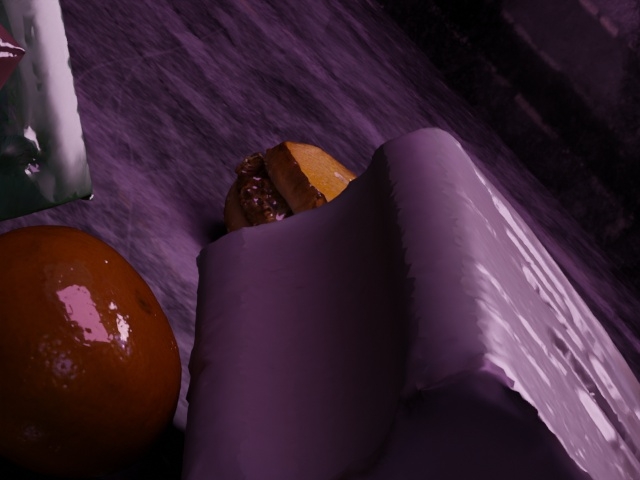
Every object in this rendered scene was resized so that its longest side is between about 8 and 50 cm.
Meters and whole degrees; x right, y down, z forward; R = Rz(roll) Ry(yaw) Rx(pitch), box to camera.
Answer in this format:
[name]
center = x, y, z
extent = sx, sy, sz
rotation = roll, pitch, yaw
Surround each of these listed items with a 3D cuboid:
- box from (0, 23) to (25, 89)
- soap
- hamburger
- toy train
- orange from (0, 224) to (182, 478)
[box]
center = -0.295, -0.094, 1.070
extent = 0.215, 0.215, 0.086
rotation = 48, 23, 23
[soap]
center = 0.086, 0.149, 1.218
extent = 0.350, 0.213, 0.435
rotation = 56, 12, -16
[hamburger]
center = -0.007, -0.005, 1.767
extent = 0.182, 0.118, 0.191
rotation = 47, 11, 33
[toy train]
center = -0.252, -0.141, 1.202
extent = 0.120, 0.300, 0.202
rotation = -19, 16, -40
[orange]
center = -0.154, 0.068, 1.153
extent = 0.156, 0.124, 0.156
rotation = 56, 11, -17
